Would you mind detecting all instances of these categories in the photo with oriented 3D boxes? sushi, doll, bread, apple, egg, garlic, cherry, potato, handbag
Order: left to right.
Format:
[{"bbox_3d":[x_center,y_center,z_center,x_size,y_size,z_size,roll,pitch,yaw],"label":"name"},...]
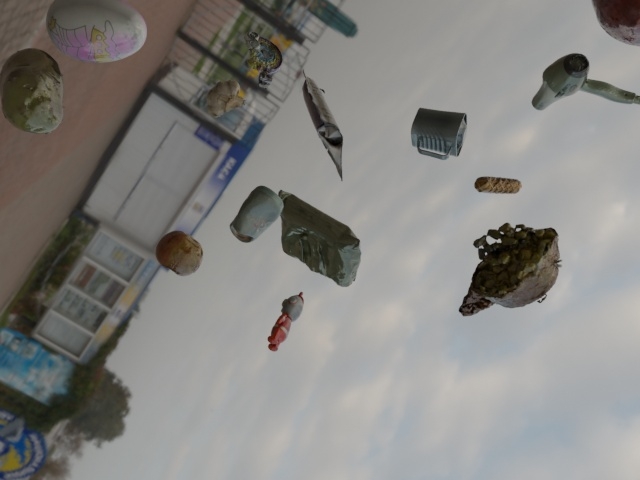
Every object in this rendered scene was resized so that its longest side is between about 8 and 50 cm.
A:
[{"bbox_3d":[-0.714,-0.369,1.714,0.165,0.165,0.262,-51,-139,24],"label":"potato"},{"bbox_3d":[-0.611,-0.579,1.887,0.196,0.271,0.196,21,90,-82],"label":"egg"},{"bbox_3d":[-0.361,0.031,1.777,0.102,0.126,0.126,-56,-168,-2],"label":"apple"},{"bbox_3d":[-0.258,-0.377,1.817,0.113,0.074,0.094,-45,-135,8],"label":"garlic"},{"bbox_3d":[-0.120,0.277,2.462,0.142,0.076,0.245,93,20,-54],"label":"doll"},{"bbox_3d":[-0.003,0.001,2.141,0.109,0.315,0.253,-46,154,-31],"label":"handbag"},{"bbox_3d":[0.472,-0.146,1.835,0.052,0.157,0.044,2,-88,56],"label":"bread"},{"bbox_3d":[0.487,0.076,1.782,0.296,0.179,0.167,-34,-136,36],"label":"sushi"},{"bbox_3d":[0.479,-0.376,0.993,0.250,0.175,0.192,-58,161,-30],"label":"cherry"}]

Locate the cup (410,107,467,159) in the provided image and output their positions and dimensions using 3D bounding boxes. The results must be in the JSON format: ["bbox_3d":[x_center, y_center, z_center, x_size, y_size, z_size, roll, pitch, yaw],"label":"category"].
[{"bbox_3d":[0.297,-0.261,1.739,0.095,0.129,0.128,68,41,-57],"label":"cup"}]

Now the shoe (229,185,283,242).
[{"bbox_3d":[-0.147,-0.039,1.476,0.195,0.079,0.078,-43,-166,54],"label":"shoe"}]

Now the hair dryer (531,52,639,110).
[{"bbox_3d":[0.576,-0.332,1.557,0.219,0.224,0.088,-6,-115,67],"label":"hair dryer"}]

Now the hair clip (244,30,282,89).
[{"bbox_3d":[-0.161,-0.517,1.974,0.049,0.116,0.172,-30,-123,46],"label":"hair clip"}]

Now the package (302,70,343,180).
[{"bbox_3d":[0.014,-0.308,1.859,0.062,0.251,0.204,-20,-129,2],"label":"package"}]
